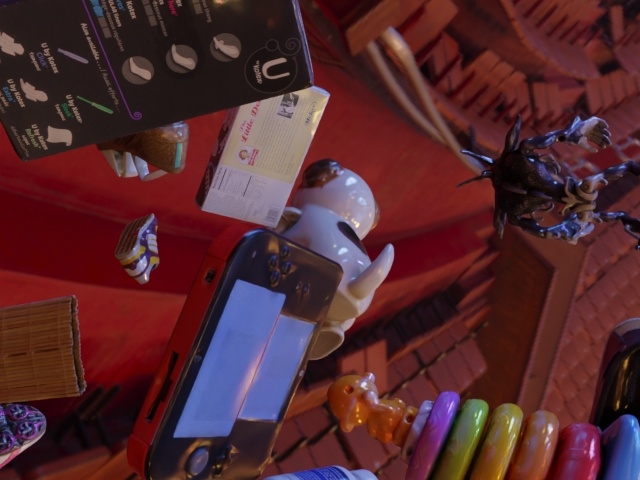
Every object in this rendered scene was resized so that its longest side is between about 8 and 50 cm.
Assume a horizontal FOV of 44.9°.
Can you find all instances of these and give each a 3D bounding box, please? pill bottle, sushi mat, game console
[{"bbox_3d":[0.001,0.399,1.165,0.187,0.112,0.112,2,136,-39],"label":"pill bottle"},{"bbox_3d":[-0.493,0.180,1.223,0.316,0.151,0.019,-10,172,29],"label":"sushi mat"},{"bbox_3d":[-0.108,0.182,1.162,0.342,0.060,0.386,27,85,-57],"label":"game console"}]

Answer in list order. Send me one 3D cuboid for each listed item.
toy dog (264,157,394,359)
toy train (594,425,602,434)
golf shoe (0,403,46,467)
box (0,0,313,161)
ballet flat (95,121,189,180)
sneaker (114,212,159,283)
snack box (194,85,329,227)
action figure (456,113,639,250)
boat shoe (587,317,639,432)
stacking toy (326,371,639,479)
[{"bbox_3d":[0.000,0.000,1.794,0.395,0.284,0.408,-36,-150,41],"label":"toy dog"},{"bbox_3d":[0.455,0.329,1.281,0.036,0.027,0.158,-8,154,21],"label":"toy train"},{"bbox_3d":[-0.407,0.250,0.891,0.186,0.067,0.086,-22,146,-26],"label":"golf shoe"},{"bbox_3d":[-0.158,-0.199,0.689,0.270,0.165,0.143,-14,131,0],"label":"box"},{"bbox_3d":[-0.339,-0.174,1.434,0.116,0.342,0.124,-17,109,-36],"label":"ballet flat"},{"bbox_3d":[-0.359,0.016,1.562,0.069,0.084,0.185,-20,-153,14],"label":"sneaker"},{"bbox_3d":[-0.126,-0.197,1.650,0.187,0.060,0.322,14,107,-32],"label":"snack box"},{"bbox_3d":[0.313,-0.064,0.950,0.141,0.276,0.164,-19,123,-50],"label":"action figure"},{"bbox_3d":[0.554,0.390,1.383,0.156,0.187,0.500,-4,101,-73],"label":"boat shoe"},{"bbox_3d":[0.143,0.215,0.777,0.166,0.302,0.175,86,29,-62],"label":"stacking toy"}]
